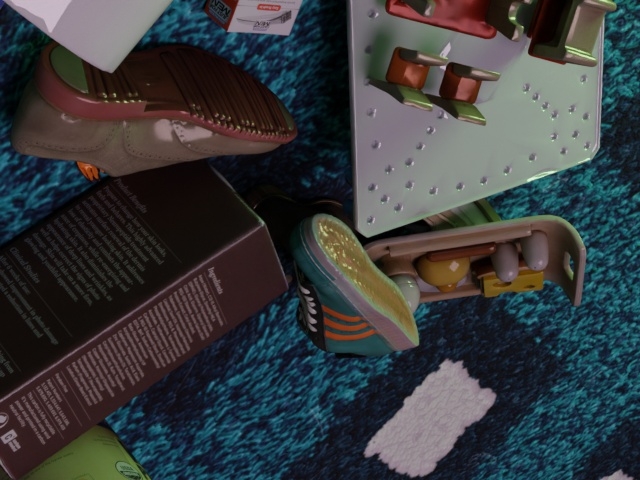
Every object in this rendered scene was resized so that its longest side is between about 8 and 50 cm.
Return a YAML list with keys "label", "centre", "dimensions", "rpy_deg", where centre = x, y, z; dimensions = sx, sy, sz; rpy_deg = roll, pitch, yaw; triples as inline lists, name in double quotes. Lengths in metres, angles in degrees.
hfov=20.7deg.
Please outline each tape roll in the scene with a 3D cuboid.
- label: "tape roll"
  centre: [-0.263, -0.276, 1.545]
  dimensions: [0.100, 0.286, 0.286]
  rpy_deg: [-49, 142, 6]

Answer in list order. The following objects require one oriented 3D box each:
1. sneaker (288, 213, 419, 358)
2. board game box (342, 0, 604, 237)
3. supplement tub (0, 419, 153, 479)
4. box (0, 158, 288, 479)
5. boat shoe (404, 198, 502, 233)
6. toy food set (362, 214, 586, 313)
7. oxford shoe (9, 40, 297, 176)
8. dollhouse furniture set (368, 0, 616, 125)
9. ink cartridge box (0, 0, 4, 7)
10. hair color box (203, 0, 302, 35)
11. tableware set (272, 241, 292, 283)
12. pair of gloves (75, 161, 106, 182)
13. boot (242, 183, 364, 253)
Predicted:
- label: "sneaker"
  centre: [0.015, 0.073, 2.102]
  dimensions: [0.121, 0.108, 0.302]
  rpy_deg: [-22, 146, 14]
- label: "board game box"
  centre: [0.183, -0.237, 2.111]
  dimensions: [0.390, 0.050, 0.390]
  rpy_deg: [-19, 120, -30]
- label: "supplement tub"
  centre: [-0.308, 0.311, 2.012]
  dimensions: [0.228, 0.316, 0.228]
  rpy_deg: [-25, 138, -24]
- label: "box"
  centre: [-0.249, 0.069, 1.952]
  dimensions: [0.381, 0.191, 0.143]
  rpy_deg: [-35, 142, -11]
- label: "boat shoe"
  centre: [0.148, -0.052, 2.282]
  dimensions: [0.103, 0.113, 0.302]
  rpy_deg: [-44, 132, 0]
- label: "toy food set"
  centre: [0.192, 0.064, 2.299]
  dimensions: [0.306, 0.092, 0.220]
  rpy_deg: [-8, 158, 4]
- label: "oxford shoe"
  centre: [-0.182, -0.133, 1.907]
  dimensions: [0.348, 0.123, 0.130]
  rpy_deg: [8, 134, -40]
- label: "dollhouse furniture set"
  centre: [0.193, -0.272, 2.010]
  dimensions: [0.259, 0.135, 0.262]
  rpy_deg: [11, 102, -28]
- label: "ink cartridge box"
  centre: [-0.419, -0.193, 1.668]
  dimensions: [0.224, 0.045, 0.223]
  rpy_deg: [-52, 142, 7]
- label: "hair color box"
  centre: [-0.053, -0.308, 1.897]
  dimensions: [0.093, 0.053, 0.167]
  rpy_deg: [-3, 124, -43]
- label: "tableware set"
  centre: [-0.142, 0.049, 2.104]
  dimensions: [0.194, 0.128, 0.039]
  rpy_deg: [-34, -179, -5]
- label: "pair of gloves"
  centre: [-0.235, -0.103, 1.951]
  dimensions: [0.083, 0.010, 0.074]
  rpy_deg: [-35, 141, -14]
- label: "boot"
  centre: [0.000, 0.000, 2.185]
  dimensions: [0.219, 0.106, 0.082]
  rpy_deg: [14, 114, -48]
